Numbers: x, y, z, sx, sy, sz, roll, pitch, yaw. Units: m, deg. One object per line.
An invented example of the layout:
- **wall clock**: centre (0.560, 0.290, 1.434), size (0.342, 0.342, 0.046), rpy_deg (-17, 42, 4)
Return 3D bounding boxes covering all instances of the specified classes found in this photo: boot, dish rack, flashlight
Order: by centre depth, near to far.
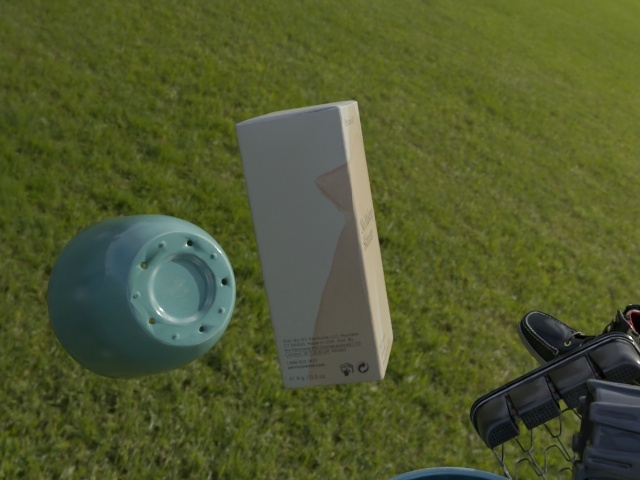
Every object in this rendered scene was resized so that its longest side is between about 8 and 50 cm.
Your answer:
- **flashlight**: centre (0.381, 0.180, 0.634), size (0.304, 0.103, 0.103), rpy_deg (10, 39, 10)
- **dish rack**: centre (0.319, 0.266, 0.832), size (0.272, 0.208, 0.074), rpy_deg (59, 13, -4)
- **boot**: centre (0.409, 0.142, 1.084), size (0.085, 0.179, 0.236), rpy_deg (-30, 55, -29)

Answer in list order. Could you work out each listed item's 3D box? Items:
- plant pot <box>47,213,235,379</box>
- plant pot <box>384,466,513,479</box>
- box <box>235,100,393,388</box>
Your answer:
- **plant pot**: centre (-0.277, 0.089, 1.241), size (0.293, 0.293, 0.235), rpy_deg (2, -7, -35)
- **plant pot**: centre (0.129, 0.380, 0.655), size (0.271, 0.255, 0.272), rpy_deg (-10, 49, 11)
- **box**: centre (0.000, 0.000, 0.874), size (0.121, 0.311, 0.148), rpy_deg (-7, 13, 12)
